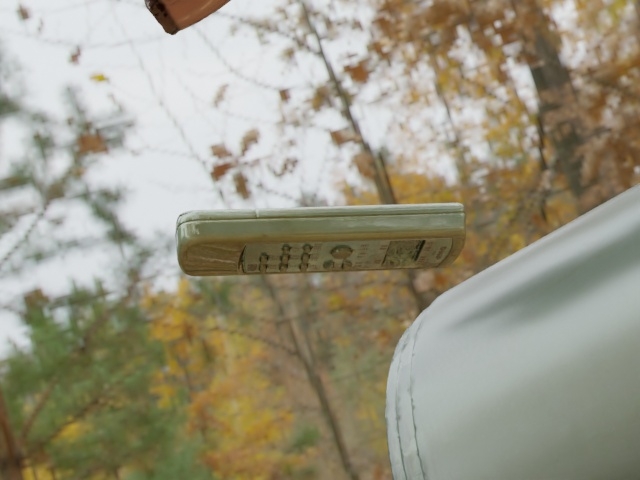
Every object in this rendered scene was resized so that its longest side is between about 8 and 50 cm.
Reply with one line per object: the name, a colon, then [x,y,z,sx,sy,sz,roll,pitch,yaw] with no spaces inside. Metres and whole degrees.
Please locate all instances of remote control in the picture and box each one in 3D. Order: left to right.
remote control: [0.000,0.000,1.100,0.234,0.038,0.098,-2,-18,-5]

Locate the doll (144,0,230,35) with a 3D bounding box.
doll: [-0.001,-0.235,0.638,0.268,0.284,0.216,-29,-3,2]

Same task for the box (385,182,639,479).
box: [0.153,0.093,0.558,0.149,0.226,0.226,-32,-16,28]
